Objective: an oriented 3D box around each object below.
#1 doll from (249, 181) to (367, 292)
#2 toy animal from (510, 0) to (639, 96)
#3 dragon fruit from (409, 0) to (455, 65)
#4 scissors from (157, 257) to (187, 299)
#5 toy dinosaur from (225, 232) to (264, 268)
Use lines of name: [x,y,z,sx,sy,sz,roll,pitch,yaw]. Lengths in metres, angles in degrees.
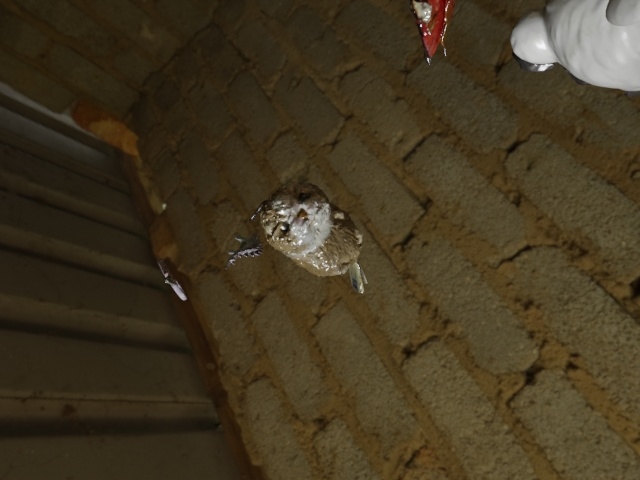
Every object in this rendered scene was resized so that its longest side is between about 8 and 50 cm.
doll: [0.003,-0.005,0.747,0.114,0.105,0.221,6,160,47]
toy animal: [0.334,-0.277,0.497,0.194,0.257,0.357,70,-166,11]
dragon fruit: [0.211,-0.497,0.994,0.344,0.100,0.282,-76,-28,-55]
scissors: [-0.289,0.075,0.987,0.100,0.015,0.189,57,166,-4]
toy dinosaur: [-0.195,0.021,1.331,0.082,0.039,0.209,13,-154,11]
